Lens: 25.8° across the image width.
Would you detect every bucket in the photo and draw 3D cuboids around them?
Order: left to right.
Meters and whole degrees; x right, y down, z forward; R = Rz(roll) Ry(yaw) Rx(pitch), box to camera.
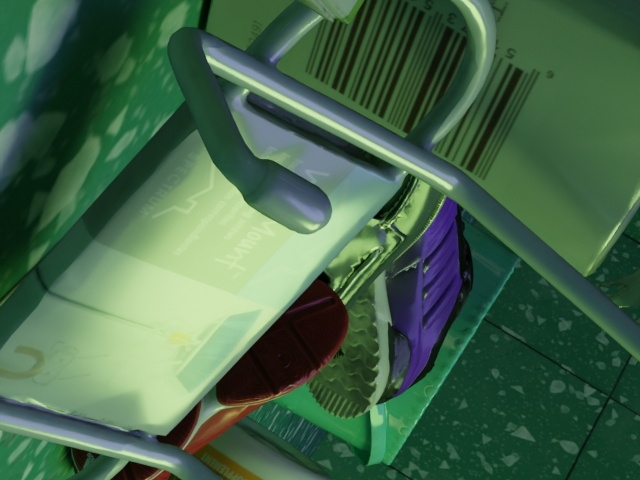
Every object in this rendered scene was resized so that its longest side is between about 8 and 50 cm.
[{"bbox_3d":[0.053,0.071,1.347,0.281,0.183,0.281,-56,172,-13],"label":"bucket"}]

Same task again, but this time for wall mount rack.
[{"bbox_3d":[-0.006,0.063,0.603,0.304,0.130,0.350,24,118,-43],"label":"wall mount rack"}]

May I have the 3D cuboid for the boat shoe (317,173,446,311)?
[{"bbox_3d":[0.000,0.000,1.023,0.319,0.116,0.099,-57,176,36],"label":"boat shoe"}]

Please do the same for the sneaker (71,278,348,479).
[{"bbox_3d":[-0.087,0.107,0.995,0.221,0.087,0.128,-29,171,-23],"label":"sneaker"}]

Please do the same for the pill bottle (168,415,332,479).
[{"bbox_3d":[-0.123,0.275,1.146,0.278,0.162,0.162,-58,172,-2],"label":"pill bottle"}]

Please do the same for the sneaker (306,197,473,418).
[{"bbox_3d":[0.071,-0.006,1.147,0.146,0.102,0.293,-8,115,-47],"label":"sneaker"}]

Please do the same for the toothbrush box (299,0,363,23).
[{"bbox_3d":[0.014,-0.210,0.300,0.283,0.122,0.206,-58,172,6],"label":"toothbrush box"}]

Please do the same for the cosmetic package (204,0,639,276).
[{"bbox_3d":[0.161,-0.224,0.738,0.453,0.230,0.161,-53,170,-35],"label":"cosmetic package"}]

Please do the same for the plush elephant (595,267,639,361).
[{"bbox_3d":[0.317,-0.040,0.672,0.330,0.271,0.255,-30,174,34],"label":"plush elephant"}]
